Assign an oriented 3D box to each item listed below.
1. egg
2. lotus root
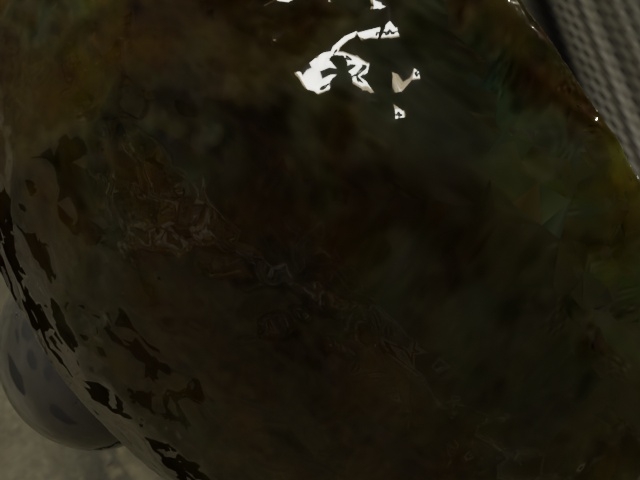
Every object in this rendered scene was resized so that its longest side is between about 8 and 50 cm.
[{"bbox_3d":[-0.187,0.089,1.092,0.198,0.147,0.146,76,-2,-59],"label":"egg"},{"bbox_3d":[0.003,-0.001,0.501,0.210,0.142,0.314,-44,104,-13],"label":"lotus root"}]
